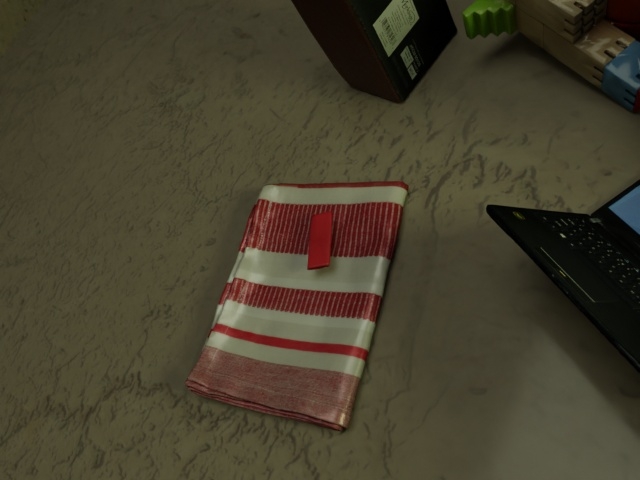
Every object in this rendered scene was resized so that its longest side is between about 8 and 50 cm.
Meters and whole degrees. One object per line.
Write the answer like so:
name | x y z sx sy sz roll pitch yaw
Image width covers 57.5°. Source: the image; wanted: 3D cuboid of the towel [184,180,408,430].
towel | -0.028 0.062 0.765 0.237 0.037 0.329 3 62 31

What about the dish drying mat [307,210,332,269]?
dish drying mat | 0.000 0.000 0.764 0.032 0.008 0.083 -11 56 22

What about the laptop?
laptop | 0.334 0.001 0.520 0.234 0.264 0.137 58 134 41

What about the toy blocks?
toy blocks | 0.401 -0.332 0.692 0.381 0.191 0.261 -40 61 2

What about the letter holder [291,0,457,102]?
letter holder | 0.027 -0.372 0.831 0.214 0.302 0.152 29 78 40
